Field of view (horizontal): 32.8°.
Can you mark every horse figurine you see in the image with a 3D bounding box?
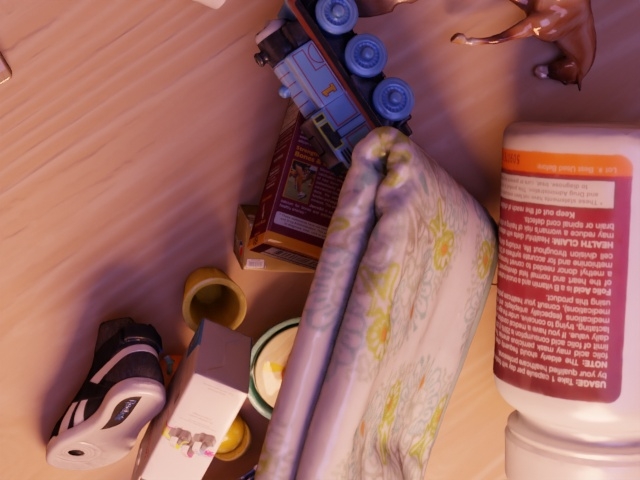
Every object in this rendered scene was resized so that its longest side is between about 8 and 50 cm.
[{"bbox_3d":[0.238,-0.294,1.144,0.174,0.066,0.263,8,110,-11],"label":"horse figurine"}]

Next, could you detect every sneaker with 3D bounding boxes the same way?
[{"bbox_3d":[-0.229,0.160,1.183,0.079,0.121,0.217,19,138,-31],"label":"sneaker"}]

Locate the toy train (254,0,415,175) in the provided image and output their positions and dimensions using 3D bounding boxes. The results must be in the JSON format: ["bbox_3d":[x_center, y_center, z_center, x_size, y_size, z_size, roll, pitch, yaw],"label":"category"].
[{"bbox_3d":[0.012,-0.155,1.044,0.105,0.080,0.184,-35,94,-12],"label":"toy train"}]

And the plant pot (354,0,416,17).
[{"bbox_3d":[0.044,-0.316,1.042,0.167,0.167,0.165,-30,122,-3],"label":"plant pot"}]

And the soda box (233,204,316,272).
[{"bbox_3d":[0.000,0.000,1.188,0.181,0.061,0.058,3,108,-15],"label":"soda box"}]

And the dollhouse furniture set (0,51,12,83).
[{"bbox_3d":[-0.375,-0.146,1.005,0.151,0.123,0.144,-28,114,-3],"label":"dollhouse furniture set"}]

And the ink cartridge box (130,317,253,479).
[{"bbox_3d":[-0.135,0.186,1.130,0.061,0.104,0.181,24,115,-12],"label":"ink cartridge box"}]

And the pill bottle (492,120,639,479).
[{"bbox_3d":[0.300,0.071,1.170,0.224,0.224,0.392,-1,99,-14],"label":"pill bottle"}]

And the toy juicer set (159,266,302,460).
[{"bbox_3d":[-0.037,0.176,1.227,0.329,0.089,0.209,24,102,-21],"label":"toy juicer set"}]

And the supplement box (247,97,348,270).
[{"bbox_3d":[0.005,-0.068,1.114,0.104,0.081,0.188,18,78,-14],"label":"supplement box"}]

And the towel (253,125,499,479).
[{"bbox_3d":[0.071,0.109,1.079,0.090,0.320,0.375,14,83,22],"label":"towel"}]

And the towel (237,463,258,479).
[{"bbox_3d":[-0.059,0.340,1.275,0.336,0.040,0.243,-36,137,1],"label":"towel"}]

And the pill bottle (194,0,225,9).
[{"bbox_3d":[-0.178,-0.301,1.001,0.221,0.124,0.124,21,103,-21],"label":"pill bottle"}]
